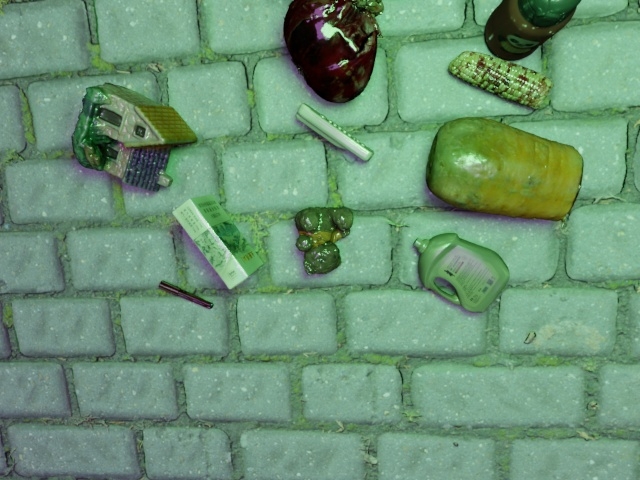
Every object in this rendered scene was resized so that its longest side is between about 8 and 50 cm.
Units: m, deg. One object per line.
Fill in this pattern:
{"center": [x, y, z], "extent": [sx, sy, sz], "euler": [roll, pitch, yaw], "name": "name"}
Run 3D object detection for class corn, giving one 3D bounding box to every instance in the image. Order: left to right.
{"center": [0.444, -0.406, 1.137], "extent": [0.253, 0.086, 0.086], "euler": [24, 103, 7], "name": "corn"}

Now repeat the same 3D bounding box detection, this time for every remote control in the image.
{"center": [0.039, -0.282, 1.215], "extent": [0.230, 0.090, 0.049], "euler": [35, 104, 3], "name": "remote control"}

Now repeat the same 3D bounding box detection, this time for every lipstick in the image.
{"center": [-0.408, 0.167, 1.395], "extent": [0.176, 0.027, 0.027], "euler": [23, 102, 2], "name": "lipstick"}

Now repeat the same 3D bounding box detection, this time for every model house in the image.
{"center": [-0.496, -0.266, 1.238], "extent": [0.237, 0.202, 0.237], "euler": [25, 103, 4], "name": "model house"}

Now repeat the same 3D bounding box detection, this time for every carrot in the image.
{"center": [0.435, -0.170, 1.110], "extent": [0.340, 0.224, 0.224], "euler": [12, 102, 5], "name": "carrot"}

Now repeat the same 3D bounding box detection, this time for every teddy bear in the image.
{"center": [0.000, 0.000, 1.255], "extent": [0.140, 0.177, 0.190], "euler": [5, 104, 53], "name": "teddy bear"}

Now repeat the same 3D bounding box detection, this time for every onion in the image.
{"center": [0.031, -0.476, 1.119], "extent": [0.280, 0.221, 0.281], "euler": [8, 110, 23], "name": "onion"}

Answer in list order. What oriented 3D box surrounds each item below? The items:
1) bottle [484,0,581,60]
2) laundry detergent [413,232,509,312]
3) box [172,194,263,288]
{"center": [0.458, -0.498, 0.989], "extent": [0.143, 0.336, 0.144], "euler": [1, 99, 9], "name": "bottle"}
{"center": [0.361, 0.072, 1.230], "extent": [0.253, 0.091, 0.181], "euler": [31, 108, 2], "name": "laundry detergent"}
{"center": [-0.278, -0.002, 1.272], "extent": [0.069, 0.164, 0.256], "euler": [-36, 93, 12], "name": "box"}
